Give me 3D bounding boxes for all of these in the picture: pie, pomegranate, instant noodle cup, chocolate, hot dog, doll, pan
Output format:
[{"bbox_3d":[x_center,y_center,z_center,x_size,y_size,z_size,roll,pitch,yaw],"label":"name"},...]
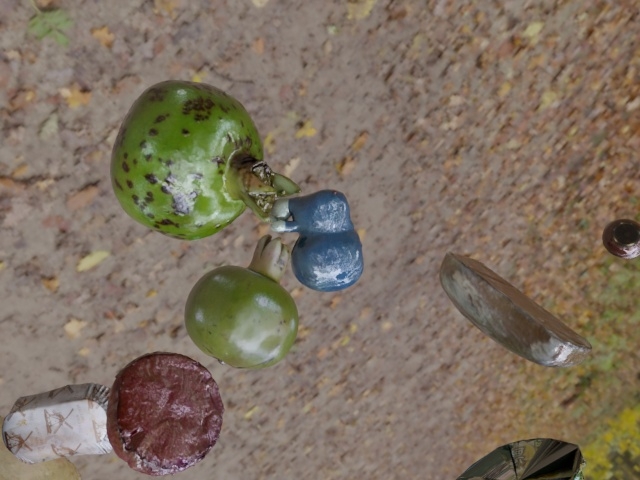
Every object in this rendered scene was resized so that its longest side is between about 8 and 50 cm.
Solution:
[{"bbox_3d":[-0.187,0.205,0.991,0.154,0.154,0.036,-20,169,-39],"label":"pie"},{"bbox_3d":[-0.148,-0.096,1.054,0.211,0.263,0.211,-36,134,-49],"label":"pomegranate"},{"bbox_3d":[0.388,0.491,1.493,0.240,0.178,0.240,-22,-170,4],"label":"instant noodle cup"},{"bbox_3d":[0.281,0.119,1.255,0.157,0.254,0.080,16,110,-56],"label":"chocolate"},{"bbox_3d":[-0.376,0.267,1.210,0.191,0.108,0.059,-12,178,12],"label":"hot dog"},{"bbox_3d":[0.000,0.000,0.649,0.076,0.083,0.050,-9,176,-30],"label":"doll"},{"bbox_3d":[0.504,-0.007,1.298,0.115,0.068,0.023,-2,156,7],"label":"pan"},{"bbox_3d":[-0.119,0.096,1.277,0.179,0.179,0.210,-3,96,-53],"label":"pomegranate"}]

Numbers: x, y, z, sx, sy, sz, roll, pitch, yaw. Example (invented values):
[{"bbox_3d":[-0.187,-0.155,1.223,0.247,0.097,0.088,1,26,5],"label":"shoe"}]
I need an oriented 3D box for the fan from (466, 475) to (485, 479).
[{"bbox_3d":[0.067,0.352,0.902,0.229,0.011,0.335,-29,166,-51],"label":"fan"}]

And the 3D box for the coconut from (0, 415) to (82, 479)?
[{"bbox_3d":[-0.546,0.449,1.286,0.353,0.352,0.352,-33,152,-20],"label":"coconut"}]
